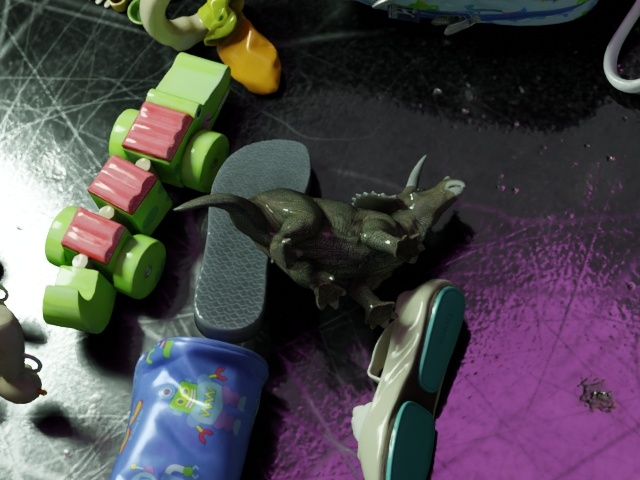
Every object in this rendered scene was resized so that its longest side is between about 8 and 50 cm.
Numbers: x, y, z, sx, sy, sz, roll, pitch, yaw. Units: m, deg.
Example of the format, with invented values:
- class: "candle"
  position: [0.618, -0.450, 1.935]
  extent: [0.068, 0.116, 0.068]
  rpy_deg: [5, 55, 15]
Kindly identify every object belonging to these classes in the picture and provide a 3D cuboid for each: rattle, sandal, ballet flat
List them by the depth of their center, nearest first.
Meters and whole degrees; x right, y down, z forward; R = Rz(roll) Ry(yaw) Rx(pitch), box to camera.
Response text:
- class: "ballet flat"
  position: [0.075, 0.152, 1.668]
  extent: [0.086, 0.086, 0.248]
  rpy_deg: [12, 66, 15]
- class: "sandal"
  position: [-0.075, -0.001, 1.758]
  extent: [0.097, 0.054, 0.255]
  rpy_deg: [12, 55, 10]
- class: "rattle"
  position: [-0.129, -0.245, 1.816]
  extent: [0.130, 0.200, 0.143]
  rpy_deg: [-17, 63, 2]

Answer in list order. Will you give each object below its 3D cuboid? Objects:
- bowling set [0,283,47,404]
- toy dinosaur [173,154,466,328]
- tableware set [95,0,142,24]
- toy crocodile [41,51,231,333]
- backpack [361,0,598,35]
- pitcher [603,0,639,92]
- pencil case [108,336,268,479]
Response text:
- class: "bowling set"
  position: [-0.388, 0.062, 1.768]
  extent: [0.287, 0.154, 0.200]
  rpy_deg: [8, 48, 15]
- class: "toy dinosaur"
  position: [0.000, 0.000, 1.679]
  extent: [0.313, 0.121, 0.160]
  rpy_deg: [-1, 23, -19]
- class: "tableware set"
  position: [-0.189, -0.316, 1.959]
  extent: [0.104, 0.024, 0.154]
  rpy_deg: [28, 72, 20]
- class: "toy crocodile"
  position: [-0.192, -0.053, 1.788]
  extent: [0.115, 0.105, 0.341]
  rpy_deg: [22, 70, 19]
- class: "backpack"
  position: [0.158, -0.360, 1.813]
  extent: [0.355, 0.273, 0.290]
  rpy_deg: [0, 60, 34]
- class: "pitcher"
  position: [0.378, -0.256, 1.788]
  extent: [0.177, 0.125, 0.207]
  rpy_deg: [-5, 74, 24]
- class: "pencil case"
  position: [-0.147, 0.236, 1.632]
  extent: [0.133, 0.119, 0.306]
  rpy_deg: [19, 66, -6]
